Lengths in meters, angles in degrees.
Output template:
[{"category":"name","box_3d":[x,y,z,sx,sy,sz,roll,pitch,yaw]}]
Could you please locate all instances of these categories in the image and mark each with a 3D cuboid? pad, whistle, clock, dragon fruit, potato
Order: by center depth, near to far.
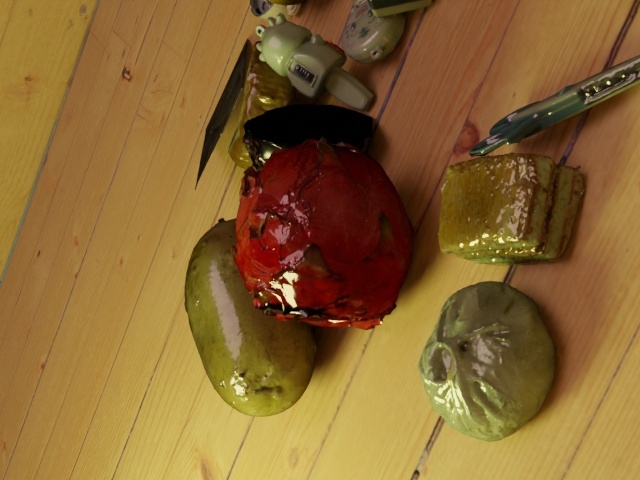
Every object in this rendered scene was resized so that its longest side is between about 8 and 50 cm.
[{"category":"dragon fruit","box_3d":[0.000,0.000,1.738,0.295,0.296,0.301,-35,62,50]},{"category":"potato","box_3d":[-0.120,0.142,1.939,0.269,0.219,0.359,95,165,-60]},{"category":"whistle","box_3d":[0.091,-0.403,1.989,0.126,0.067,0.258,-35,42,28]},{"category":"whistle","box_3d":[-0.013,-0.315,1.991,0.106,0.253,0.101,-50,-12,-23]},{"category":"clock","box_3d":[-0.094,-0.541,2.378,0.155,0.063,0.229,-60,31,24]},{"category":"pad","box_3d":[-0.211,-0.281,2.405,0.367,0.007,0.247,-94,29,-64]}]

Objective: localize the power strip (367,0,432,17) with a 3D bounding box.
[{"category":"power strip","box_3d":[0.131,-0.507,1.920,0.105,0.070,0.256,-9,63,14]}]

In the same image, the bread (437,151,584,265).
[{"category":"bread","box_3d":[0.249,-0.041,1.499,0.196,0.102,0.138,-2,78,58]}]

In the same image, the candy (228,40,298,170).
[{"category":"candy","box_3d":[-0.103,-0.258,2.149,0.260,0.118,0.259,-170,90,-83]}]

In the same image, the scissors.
[{"category":"scissors","box_3d":[0.323,-0.180,1.464,0.289,0.138,0.041,-23,101,43]}]

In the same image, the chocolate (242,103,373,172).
[{"category":"chocolate","box_3d":[-0.023,-0.127,1.966,0.206,0.224,0.177,-81,-8,-64]}]

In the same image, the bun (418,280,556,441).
[{"category":"bun","box_3d":[0.204,0.155,1.463,0.204,0.126,0.212,-60,31,22]}]

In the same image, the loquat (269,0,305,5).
[{"category":"loquat","box_3d":[-0.078,-0.576,2.213,0.246,0.213,0.213,11,86,47]}]
